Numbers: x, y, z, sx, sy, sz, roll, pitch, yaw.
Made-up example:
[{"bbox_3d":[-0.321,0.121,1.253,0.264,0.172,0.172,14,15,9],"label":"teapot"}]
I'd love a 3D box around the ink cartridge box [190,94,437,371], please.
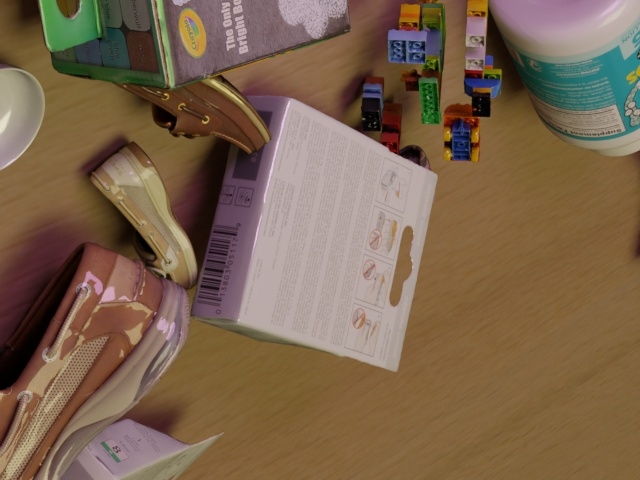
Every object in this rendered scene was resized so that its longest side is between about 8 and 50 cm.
[{"bbox_3d":[0.000,0.000,1.445,0.232,0.066,0.189,24,77,-56],"label":"ink cartridge box"}]

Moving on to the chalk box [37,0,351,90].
[{"bbox_3d":[-0.104,-0.178,1.119,0.213,0.132,0.132,-21,113,-38],"label":"chalk box"}]

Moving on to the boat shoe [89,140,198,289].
[{"bbox_3d":[-0.137,-0.010,1.340,0.048,0.056,0.153,-33,142,-14],"label":"boat shoe"}]

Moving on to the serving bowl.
[{"bbox_3d":[-0.229,-0.086,1.173,0.083,0.027,0.083,-32,141,-30],"label":"serving bowl"}]

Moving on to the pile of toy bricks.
[{"bbox_3d":[0.096,-0.158,1.462,0.212,0.118,0.105,83,11,-59],"label":"pile of toy bricks"}]

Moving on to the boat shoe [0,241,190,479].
[{"bbox_3d":[-0.240,0.132,1.304,0.116,0.123,0.324,40,91,-24],"label":"boat shoe"}]

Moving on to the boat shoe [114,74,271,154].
[{"bbox_3d":[-0.102,-0.109,1.287,0.060,0.064,0.178,-49,141,2],"label":"boat shoe"}]

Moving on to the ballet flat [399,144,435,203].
[{"bbox_3d":[0.017,-0.019,1.515,0.221,0.077,0.079,-36,130,-31],"label":"ballet flat"}]

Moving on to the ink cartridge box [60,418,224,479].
[{"bbox_3d":[-0.195,0.219,1.456,0.181,0.056,0.224,-45,171,17],"label":"ink cartridge box"}]

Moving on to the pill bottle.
[{"bbox_3d":[0.252,-0.180,1.588,0.146,0.146,0.264,-49,148,-7],"label":"pill bottle"}]
